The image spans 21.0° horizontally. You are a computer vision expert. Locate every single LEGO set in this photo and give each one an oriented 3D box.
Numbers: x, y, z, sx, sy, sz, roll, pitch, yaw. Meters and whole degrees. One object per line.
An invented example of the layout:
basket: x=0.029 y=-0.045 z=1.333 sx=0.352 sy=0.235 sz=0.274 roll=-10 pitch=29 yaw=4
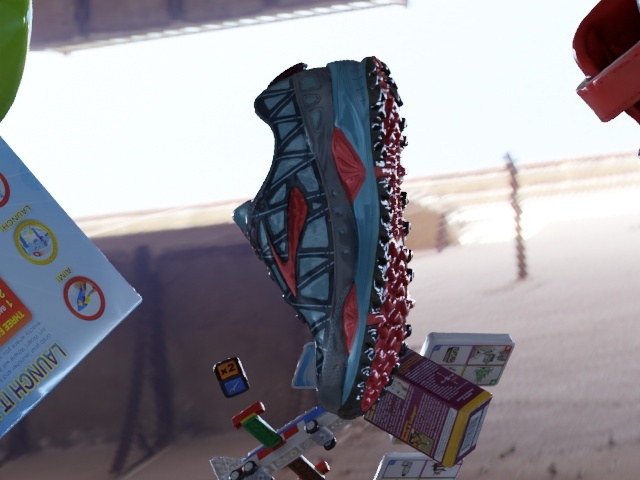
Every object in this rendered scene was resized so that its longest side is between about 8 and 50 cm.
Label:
LEGO set: x=0.017 y=0.136 z=1.412 sx=0.244 sy=0.060 sz=0.182 roll=1 pitch=-52 yaw=-23

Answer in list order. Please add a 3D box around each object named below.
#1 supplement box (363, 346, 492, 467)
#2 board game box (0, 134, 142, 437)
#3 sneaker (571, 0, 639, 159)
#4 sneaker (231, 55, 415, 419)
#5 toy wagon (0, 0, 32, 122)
supplement box: x=0.082 y=0.128 z=1.326 sx=0.083 sy=0.043 sz=0.055 roll=29 pitch=-58 yaw=23
board game box: x=-0.347 y=0.031 z=1.426 sx=0.302 sy=0.308 sz=0.086 roll=50 pitch=-47 yaw=-6
sneaker: x=0.131 y=0.004 z=0.482 sx=0.145 sy=0.090 sz=0.270 roll=22 pitch=-112 yaw=-14
sneaker: x=0.000 y=0.000 z=1.263 sx=0.125 sy=0.104 sz=0.261 roll=-2 pitch=-97 yaw=20
toy wagon: x=-0.207 y=-0.085 z=0.430 sx=0.267 sy=0.068 sz=0.344 roll=5 pitch=-96 yaw=-26
